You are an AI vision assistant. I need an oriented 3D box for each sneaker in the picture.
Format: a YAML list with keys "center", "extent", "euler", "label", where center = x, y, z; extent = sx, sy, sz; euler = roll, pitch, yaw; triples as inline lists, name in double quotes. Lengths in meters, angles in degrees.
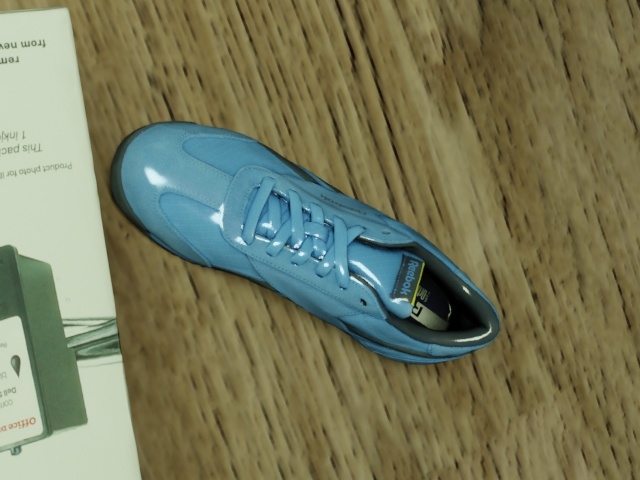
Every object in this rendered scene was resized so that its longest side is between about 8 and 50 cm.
- center: [0.000, 0.000, 0.671]
  extent: [0.209, 0.082, 0.069]
  euler: [30, 76, -27]
  label: "sneaker"

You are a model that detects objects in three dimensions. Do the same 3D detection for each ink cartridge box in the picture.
- center: [-0.146, 0.025, 0.538]
  extent: [0.087, 0.153, 0.208]
  euler: [-11, 96, -31]
  label: "ink cartridge box"
